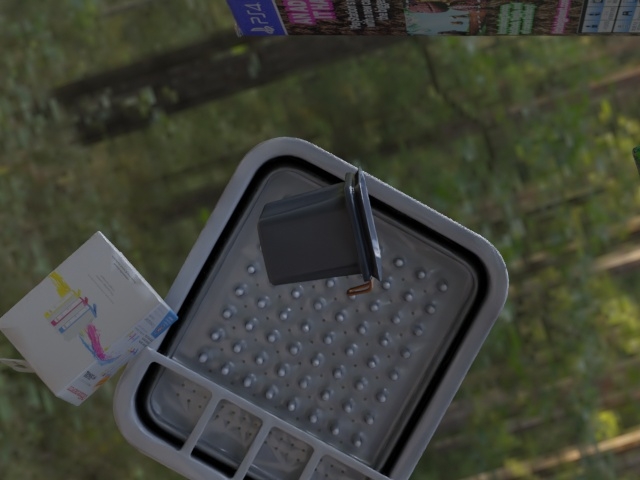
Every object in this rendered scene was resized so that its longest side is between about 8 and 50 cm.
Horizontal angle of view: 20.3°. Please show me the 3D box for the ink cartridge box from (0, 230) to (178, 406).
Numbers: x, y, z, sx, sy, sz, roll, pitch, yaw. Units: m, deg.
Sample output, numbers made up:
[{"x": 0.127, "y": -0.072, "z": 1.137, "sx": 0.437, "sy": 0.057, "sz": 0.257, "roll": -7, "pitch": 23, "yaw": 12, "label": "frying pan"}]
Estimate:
[{"x": -0.216, "y": 0.078, "z": 1.606, "sx": 0.090, "sy": 0.143, "sz": 0.092, "roll": 47, "pitch": -4, "yaw": 13, "label": "ink cartridge box"}]

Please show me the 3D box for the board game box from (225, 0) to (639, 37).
[{"x": 0.090, "y": -0.193, "z": 0.845, "sx": 0.232, "sy": 0.291, "sz": 0.141, "roll": 64, "pitch": 27, "yaw": -80, "label": "board game box"}]

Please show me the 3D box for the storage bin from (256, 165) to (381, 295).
[{"x": 0.000, "y": 0.000, "z": 1.479, "sx": 0.135, "sy": 0.091, "sz": 0.098, "roll": -75, "pitch": 153, "yaw": -80, "label": "storage bin"}]

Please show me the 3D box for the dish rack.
[{"x": -0.008, "y": 0.096, "z": 1.703, "sx": 0.285, "sy": 0.333, "sz": 0.072, "roll": 29, "pitch": 4, "yaw": -2, "label": "dish rack"}]

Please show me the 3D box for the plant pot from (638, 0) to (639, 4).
[{"x": 0.259, "y": -0.123, "z": 0.510, "sx": 0.195, "sy": 0.290, "sz": 0.290, "roll": 123, "pitch": -44, "yaw": -55, "label": "plant pot"}]

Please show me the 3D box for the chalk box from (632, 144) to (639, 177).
[{"x": 0.371, "y": -0.041, "z": 1.622, "sx": 0.132, "sy": 0.132, "sz": 0.213, "roll": 48, "pitch": 20, "yaw": -68, "label": "chalk box"}]
